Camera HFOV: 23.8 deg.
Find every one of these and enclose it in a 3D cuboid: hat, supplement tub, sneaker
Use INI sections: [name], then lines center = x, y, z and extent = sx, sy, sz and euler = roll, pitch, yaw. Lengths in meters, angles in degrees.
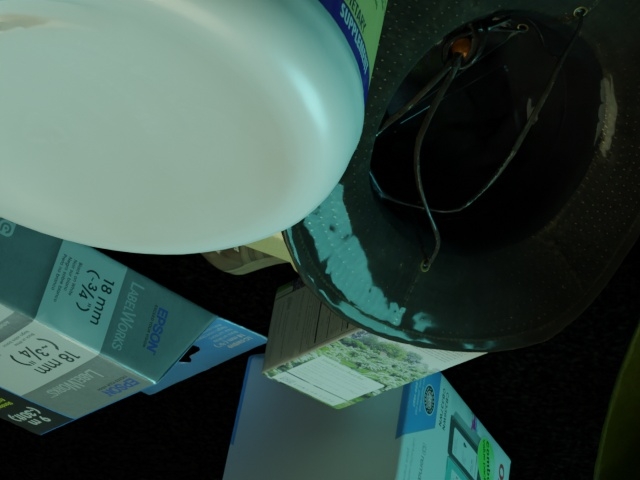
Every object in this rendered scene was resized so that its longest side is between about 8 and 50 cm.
[hat]
center = 0.090, -0.083, 1.023
extent = 0.331, 0.331, 0.134
euler = 40, 178, -38
[supplement tub]
center = -0.073, -0.186, 0.748
extent = 0.241, 0.331, 0.241
euler = 9, 150, 5
[sneaker]
center = -0.049, -0.019, 1.271
extent = 0.071, 0.066, 0.188
euler = 31, 144, -27

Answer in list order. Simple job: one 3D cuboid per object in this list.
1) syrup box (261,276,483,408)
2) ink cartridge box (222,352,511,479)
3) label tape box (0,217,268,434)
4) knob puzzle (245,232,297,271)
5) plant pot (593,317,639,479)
[syrup box]
center = 0.057, 0.066, 1.344
extent = 0.093, 0.096, 0.237
euler = 28, 146, -27
[ink cartridge box]
center = 0.052, 0.259, 1.564
extent = 0.197, 0.198, 0.270
euler = -6, 145, 27
[label tape box]
center = -0.256, 0.103, 1.508
extent = 0.334, 0.106, 0.241
euler = 30, 145, -27
[knob puzzle]
center = 0.019, -0.054, 1.179
extent = 0.213, 0.030, 0.213
euler = 2, 123, 3
[plant pot]
center = 0.435, 0.173, 1.109
extent = 0.353, 0.366, 0.366
euler = 20, 148, -8
